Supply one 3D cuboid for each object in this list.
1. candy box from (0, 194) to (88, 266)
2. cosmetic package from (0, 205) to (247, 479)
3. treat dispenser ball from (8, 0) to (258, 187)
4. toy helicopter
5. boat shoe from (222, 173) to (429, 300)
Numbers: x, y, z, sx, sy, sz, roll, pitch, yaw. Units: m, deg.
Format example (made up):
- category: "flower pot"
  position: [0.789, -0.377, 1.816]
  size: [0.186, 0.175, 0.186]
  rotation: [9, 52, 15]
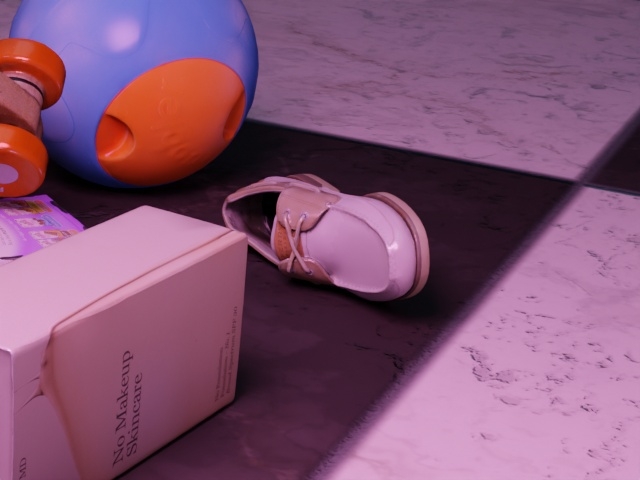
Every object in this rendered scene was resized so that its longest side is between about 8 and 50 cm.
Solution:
- category: "candy box"
  position: [-0.321, 0.020, 1.550]
  size: [0.196, 0.070, 0.165]
  rotation: [-6, 23, -30]
- category: "cosmetic package"
  position: [-0.184, 0.092, 1.253]
  size: [0.113, 0.160, 0.309]
  rotation: [15, 23, 24]
- category: "treat dispenser ball"
  position: [-0.215, -0.204, 1.878]
  size: [0.288, 0.288, 0.288]
  rotation: [4, 20, -2]
- category: "toy helicopter"
  position: [-0.434, -0.143, 1.562]
  size: [0.355, 0.235, 0.140]
  rotation: [32, 47, -33]
- category: "boat shoe"
  position: [0.000, 0.000, 1.645]
  size: [0.103, 0.113, 0.302]
  rotation: [-7, 12, -27]
